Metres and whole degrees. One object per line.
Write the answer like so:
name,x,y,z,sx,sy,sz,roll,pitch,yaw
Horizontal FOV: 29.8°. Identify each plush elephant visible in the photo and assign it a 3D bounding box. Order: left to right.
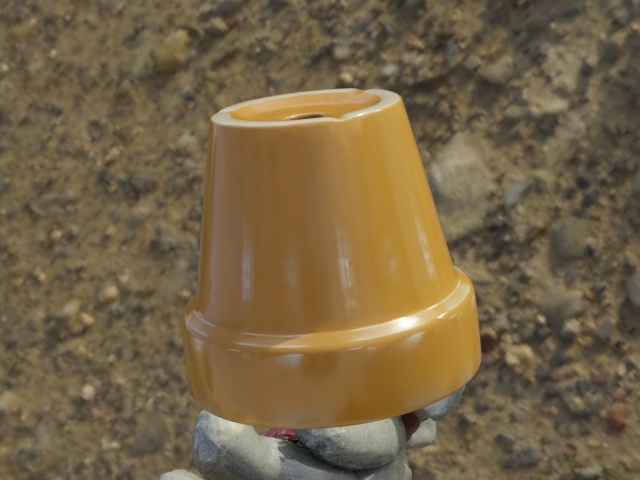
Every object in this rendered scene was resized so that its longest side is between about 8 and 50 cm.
plush elephant,0.027,0.165,1.170,0.272,0.329,0.255,109,175,-60

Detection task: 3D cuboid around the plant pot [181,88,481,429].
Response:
plant pot,0.000,0.000,0.816,0.205,0.188,0.205,-6,15,2
